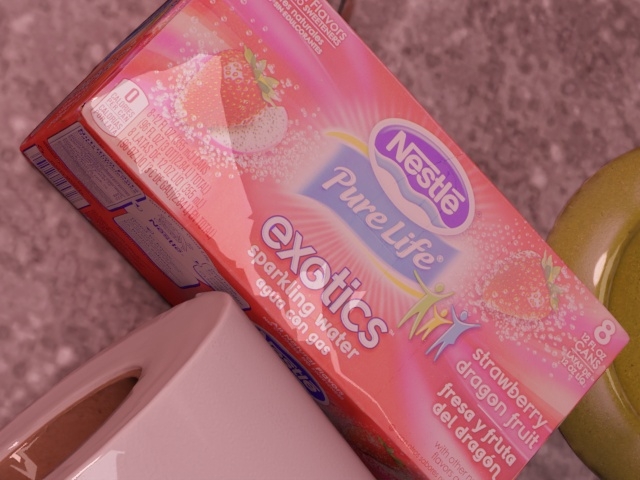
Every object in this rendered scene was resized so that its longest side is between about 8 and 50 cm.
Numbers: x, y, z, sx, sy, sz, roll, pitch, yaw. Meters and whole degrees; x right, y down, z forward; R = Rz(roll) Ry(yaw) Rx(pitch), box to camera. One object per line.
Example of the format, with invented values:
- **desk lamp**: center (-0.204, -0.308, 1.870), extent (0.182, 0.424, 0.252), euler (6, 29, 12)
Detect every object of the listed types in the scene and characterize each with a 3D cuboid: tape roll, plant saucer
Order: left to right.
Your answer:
- **tape roll**: center (-0.089, 0.165, 0.872), extent (0.246, 0.246, 0.169), euler (-40, 100, -18)
- **plant saucer**: center (0.247, 0.053, 1.119), extent (0.241, 0.037, 0.241), euler (2, 85, -20)

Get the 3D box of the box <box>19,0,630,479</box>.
- **box**: center (0.000, 0.000, 0.966), extent (0.300, 0.154, 0.142), euler (46, 73, -11)
